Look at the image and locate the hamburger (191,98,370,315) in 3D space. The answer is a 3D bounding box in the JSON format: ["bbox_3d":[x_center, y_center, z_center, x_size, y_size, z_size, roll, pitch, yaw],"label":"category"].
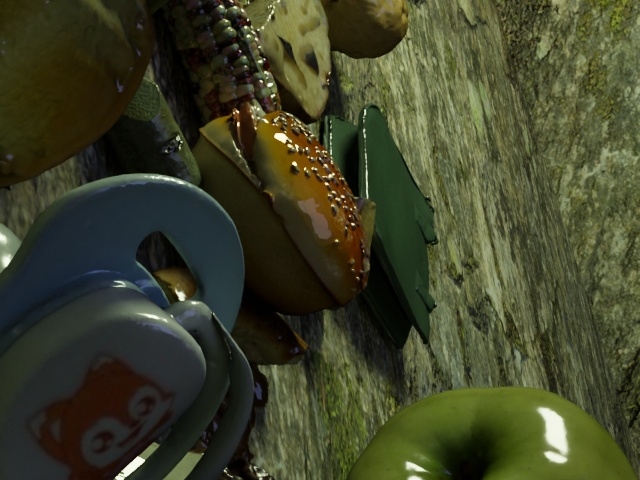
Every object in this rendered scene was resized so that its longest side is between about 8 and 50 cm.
[{"bbox_3d":[-0.037,-0.027,1.450,0.237,0.147,0.237,50,6,-7],"label":"hamburger"}]

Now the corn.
[{"bbox_3d":[-0.124,-0.232,1.549,0.281,0.092,0.092,66,20,-6],"label":"corn"}]

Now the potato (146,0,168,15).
[{"bbox_3d":[-0.115,-0.358,1.318,0.213,0.280,0.330,56,39,-16],"label":"potato"}]

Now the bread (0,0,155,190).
[{"bbox_3d":[-0.216,-0.171,1.135,0.204,0.162,0.262,57,37,-66],"label":"bread"}]

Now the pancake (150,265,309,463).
[{"bbox_3d":[-0.092,0.097,1.400,0.257,0.056,0.212,-71,140,-59],"label":"pancake"}]

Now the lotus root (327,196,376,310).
[{"bbox_3d":[0.002,0.003,1.705,0.159,0.095,0.135,136,-43,-67],"label":"lotus root"}]

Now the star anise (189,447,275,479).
[{"bbox_3d":[-0.072,0.269,1.222,0.220,0.125,0.190,-78,149,-59],"label":"star anise"}]

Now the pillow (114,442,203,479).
[{"bbox_3d":[-0.154,0.201,1.072,0.134,0.078,0.181,26,34,-12],"label":"pillow"}]

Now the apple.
[{"bbox_3d":[0.188,0.339,1.561,0.357,0.357,0.357,-17,90,-71],"label":"apple"}]

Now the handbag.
[{"bbox_3d":[0.083,-0.018,1.942,0.260,0.079,0.248,55,26,-43],"label":"handbag"}]

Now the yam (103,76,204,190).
[{"bbox_3d":[-0.160,-0.095,1.353,0.070,0.069,0.146,-72,142,-58],"label":"yam"}]

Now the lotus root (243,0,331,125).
[{"bbox_3d":[-0.048,-0.218,1.759,0.261,0.074,0.170,-72,144,-57],"label":"lotus root"}]

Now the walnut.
[{"bbox_3d":[0.044,-0.314,1.992,0.166,0.149,0.166,39,10,-9],"label":"walnut"}]

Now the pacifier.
[{"bbox_3d":[-0.192,0.068,0.972,0.233,0.299,0.244,41,-14,35],"label":"pacifier"}]
